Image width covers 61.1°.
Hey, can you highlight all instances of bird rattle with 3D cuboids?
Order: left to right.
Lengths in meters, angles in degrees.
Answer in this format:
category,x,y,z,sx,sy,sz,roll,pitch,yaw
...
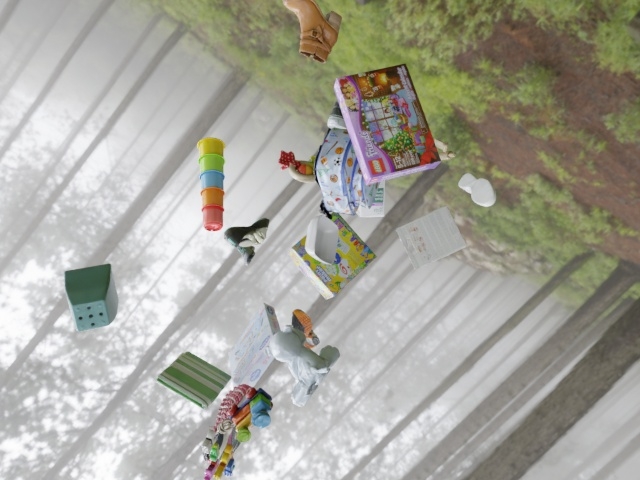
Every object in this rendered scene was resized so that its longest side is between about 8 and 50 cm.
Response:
category,x,y,z,sx,sy,sz,roll,pitch,yaw
bird rattle,-0.085,-0.364,2.702,0.254,0.143,0.207,12,-145,-18

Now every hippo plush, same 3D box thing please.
category,x,y,z,sx,sy,sz,roll,pitch,yaw
hippo plush,-0.094,0.445,1.964,0.237,0.234,0.294,36,-170,9

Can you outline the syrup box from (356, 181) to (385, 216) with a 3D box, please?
category,x,y,z,sx,sy,sz,roll,pitch,yaw
syrup box,0.187,-0.210,2.026,0.093,0.236,0.096,-2,-165,-8

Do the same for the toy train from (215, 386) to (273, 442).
category,x,y,z,sx,sy,sz,roll,pitch,yaw
toy train,-0.264,0.619,1.804,0.105,0.248,0.143,46,-176,-21

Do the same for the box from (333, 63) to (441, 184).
category,x,y,z,sx,sy,sz,roll,pitch,yaw
box,0.174,-0.309,1.432,0.057,0.201,0.293,117,137,-75

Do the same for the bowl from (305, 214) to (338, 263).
category,x,y,z,sx,sy,sz,roll,pitch,yaw
bowl,0.000,0.000,1.743,0.053,0.142,0.142,-2,161,30

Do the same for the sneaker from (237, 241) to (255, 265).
category,x,y,z,sx,sy,sz,roll,pitch,yaw
sneaker,-0.399,0.062,2.818,0.098,0.083,0.223,32,-174,-13

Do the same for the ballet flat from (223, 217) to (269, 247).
category,x,y,z,sx,sy,sz,roll,pitch,yaw
ballet flat,-0.291,-0.021,2.265,0.096,0.095,0.280,51,-145,12

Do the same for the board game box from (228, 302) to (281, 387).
category,x,y,z,sx,sy,sz,roll,pitch,yaw
board game box,-0.297,0.489,2.450,0.066,0.318,0.318,30,-167,-23

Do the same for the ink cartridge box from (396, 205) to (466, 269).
category,x,y,z,sx,sy,sz,roll,pitch,yaw
ink cartridge box,0.427,-0.011,2.109,0.056,0.225,0.181,86,159,-86

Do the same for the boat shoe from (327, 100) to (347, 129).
category,x,y,z,sx,sy,sz,roll,pitch,yaw
boat shoe,0.167,-0.455,2.164,0.121,0.119,0.335,17,179,41

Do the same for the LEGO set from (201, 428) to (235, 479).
category,x,y,z,sx,sy,sz,roll,pitch,yaw
LEGO set,-0.315,0.686,1.654,0.087,0.227,0.093,16,-137,12

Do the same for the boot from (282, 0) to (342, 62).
category,x,y,z,sx,sy,sz,roll,pitch,yaw
boot,-0.040,-0.631,1.613,0.197,0.152,0.073,20,177,-12

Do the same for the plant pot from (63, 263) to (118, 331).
category,x,y,z,sx,sy,sz,roll,pitch,yaw
plant pot,-0.819,0.214,1.940,0.166,0.165,0.234,-10,-156,-18

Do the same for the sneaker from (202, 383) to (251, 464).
category,x,y,z,sx,sy,sz,roll,pitch,yaw
sneaker,-0.322,0.668,1.982,0.112,0.299,0.121,27,176,-27

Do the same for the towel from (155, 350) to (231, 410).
category,x,y,z,sx,sy,sz,roll,pitch,yaw
towel,-0.523,0.576,2.261,0.248,0.038,0.325,29,-172,2

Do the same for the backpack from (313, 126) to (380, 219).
category,x,y,z,sx,sy,sz,roll,pitch,yaw
backpack,0.089,-0.236,1.796,0.213,0.276,0.263,3,151,24

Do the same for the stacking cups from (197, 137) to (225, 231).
category,x,y,z,sx,sy,sz,roll,pitch,yaw
stacking cups,-0.360,-0.184,1.773,0.096,0.096,0.316,29,-131,-48

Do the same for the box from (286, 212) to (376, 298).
category,x,y,z,sx,sy,sz,roll,pitch,yaw
box,0.048,0.070,2.510,0.290,0.279,0.177,49,164,1

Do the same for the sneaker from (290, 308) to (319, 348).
category,x,y,z,sx,sy,sz,roll,pitch,yaw
sneaker,-0.091,0.366,2.341,0.121,0.099,0.262,51,165,42

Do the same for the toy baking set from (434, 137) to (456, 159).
category,x,y,z,sx,sy,sz,roll,pitch,yaw
toy baking set,0.391,-0.361,1.970,0.197,0.030,0.256,41,177,-8

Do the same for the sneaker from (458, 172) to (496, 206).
category,x,y,z,sx,sy,sz,roll,pitch,yaw
sneaker,0.539,-0.158,1.784,0.094,0.080,0.212,31,-163,-20
